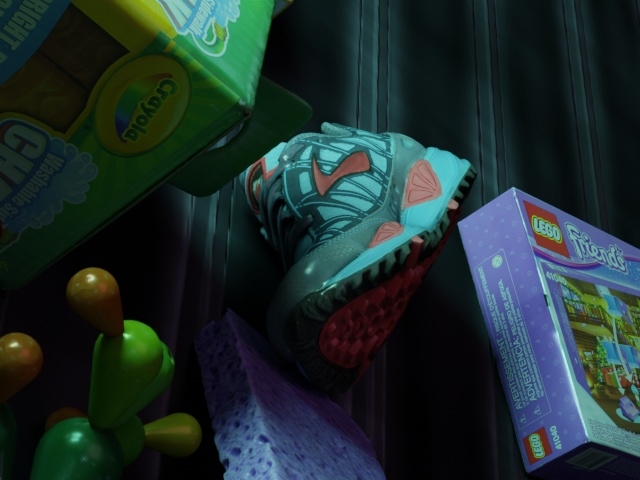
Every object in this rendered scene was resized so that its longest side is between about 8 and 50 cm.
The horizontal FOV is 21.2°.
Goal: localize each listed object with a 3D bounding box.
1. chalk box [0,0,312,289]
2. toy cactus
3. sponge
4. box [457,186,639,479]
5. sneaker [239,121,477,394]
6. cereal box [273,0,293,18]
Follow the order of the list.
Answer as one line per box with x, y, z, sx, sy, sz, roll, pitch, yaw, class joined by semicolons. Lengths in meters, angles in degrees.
-0.135;-0.113;0.813;0.289;0.180;0.179;39;34;-23;chalk box
-0.122;0.107;0.707;0.180;0.112;0.219;-62;143;-31;toy cactus
-0.005;0.117;0.842;0.117;0.031;0.210;44;8;-20;sponge
0.231;0.097;1.240;0.293;0.057;0.201;23;44;-42;box
0.000;0.000;0.989;0.125;0.104;0.262;26;22;7;sneaker
-0.130;-0.241;1.072;0.240;0.047;0.173;19;46;-45;cereal box
